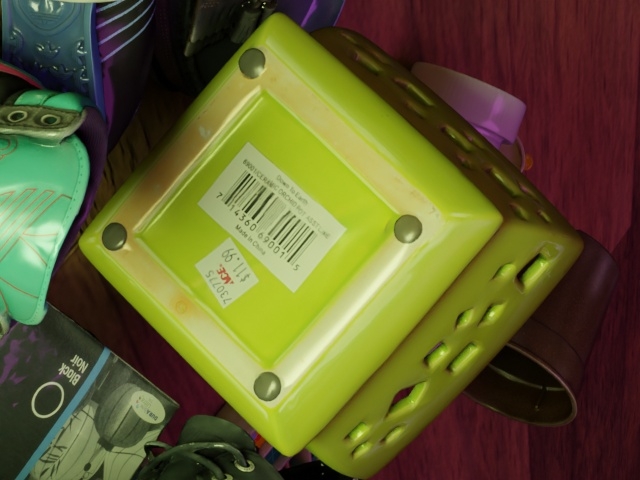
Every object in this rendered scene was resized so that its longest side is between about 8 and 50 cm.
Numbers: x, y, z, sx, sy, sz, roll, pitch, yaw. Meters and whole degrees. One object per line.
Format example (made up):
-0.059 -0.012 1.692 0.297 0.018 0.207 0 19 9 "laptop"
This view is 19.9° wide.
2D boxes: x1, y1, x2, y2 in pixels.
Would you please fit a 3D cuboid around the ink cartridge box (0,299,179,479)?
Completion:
-0.235 0.193 1.100 0.332 0.065 0.165 -57 138 -10 "ink cartridge box"

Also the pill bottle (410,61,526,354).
0.083 -0.025 1.487 0.221 0.121 0.121 -68 157 -1 "pill bottle"

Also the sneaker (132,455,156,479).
-0.101 0.235 1.297 0.127 0.208 0.319 -64 154 5 "sneaker"

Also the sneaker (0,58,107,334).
-0.200 -0.026 0.833 0.295 0.178 0.123 -16 131 -59 "sneaker"

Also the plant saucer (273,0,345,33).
-0.020 -0.166 1.253 0.119 0.021 0.119 -47 154 -32 "plant saucer"

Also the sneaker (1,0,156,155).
-0.128 -0.149 0.992 0.090 0.081 0.232 -62 165 -65 "sneaker"

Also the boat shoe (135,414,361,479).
-0.065 0.168 1.150 0.340 0.127 0.113 16 75 -51 "boat shoe"

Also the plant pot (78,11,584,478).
0.000 0.000 1.149 0.227 0.228 0.207 -48 163 8 "plant pot"

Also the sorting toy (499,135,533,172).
0.170 -0.060 1.758 0.083 0.045 0.075 -57 176 -10 "sorting toy"

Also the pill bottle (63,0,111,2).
-0.127 -0.270 0.654 0.224 0.224 0.392 -55 156 -16 "pill bottle"

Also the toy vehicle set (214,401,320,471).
-0.001 0.124 1.602 0.267 0.035 0.166 -49 154 -28 "toy vehicle set"

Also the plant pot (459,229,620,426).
0.217 0.076 1.865 0.165 0.167 0.167 -60 159 -25 "plant pot"

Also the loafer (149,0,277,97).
-0.050 -0.194 1.061 0.109 0.095 0.302 -42 150 -38 "loafer"
